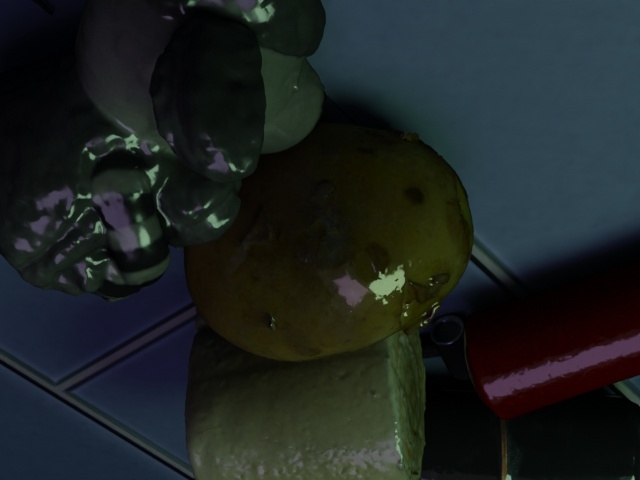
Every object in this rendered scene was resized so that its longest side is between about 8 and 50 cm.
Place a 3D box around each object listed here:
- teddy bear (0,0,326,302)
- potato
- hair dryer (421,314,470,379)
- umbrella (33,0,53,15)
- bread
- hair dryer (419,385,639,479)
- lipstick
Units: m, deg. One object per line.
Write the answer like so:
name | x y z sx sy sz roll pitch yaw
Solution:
teddy bear | -0.074 -0.061 0.607 0.251 0.171 0.144 -35 132 28
potato | 0.000 0.000 0.696 0.176 0.137 0.137 -22 132 10
hair dryer | 0.069 0.082 0.852 0.083 0.026 0.047 -12 134 18
umbrella | -0.183 -0.158 0.621 0.022 0.013 0.122 -36 127 5
bread | -0.004 0.106 0.783 0.141 0.148 0.134 -8 150 16
hair dryer | 0.142 0.233 0.968 0.189 0.107 0.352 1 144 2
lipstick | 0.212 0.048 0.774 0.241 0.080 0.080 -21 132 21
